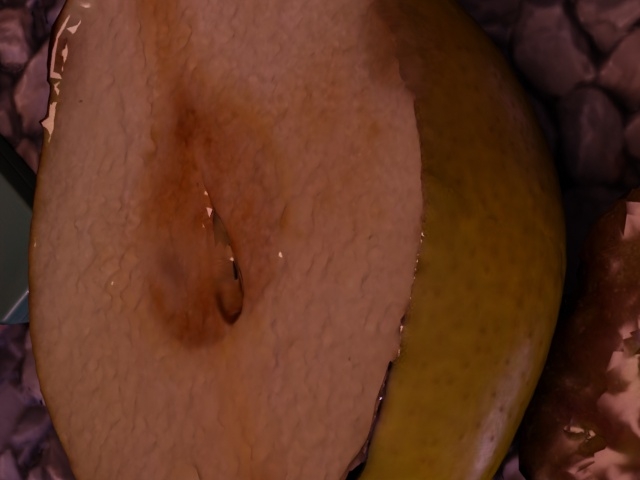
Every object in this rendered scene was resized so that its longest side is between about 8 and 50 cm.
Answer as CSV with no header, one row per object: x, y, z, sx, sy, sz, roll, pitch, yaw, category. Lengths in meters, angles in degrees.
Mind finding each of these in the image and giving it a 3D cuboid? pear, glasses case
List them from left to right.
-0.234,-0.032,1.306,0.184,0.039,0.078,48,110,20,glasses case
0.000,0.000,1.087,0.340,0.191,0.386,-31,60,42,pear

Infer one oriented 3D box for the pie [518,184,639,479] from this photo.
0.265,0.115,0.999,0.288,0.103,0.354,-43,73,21,pie
